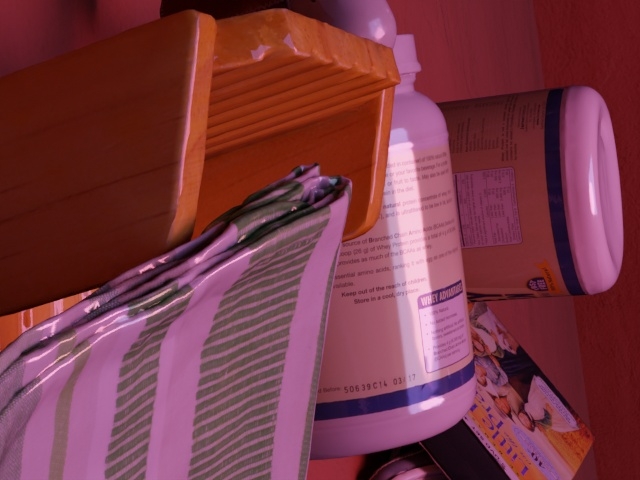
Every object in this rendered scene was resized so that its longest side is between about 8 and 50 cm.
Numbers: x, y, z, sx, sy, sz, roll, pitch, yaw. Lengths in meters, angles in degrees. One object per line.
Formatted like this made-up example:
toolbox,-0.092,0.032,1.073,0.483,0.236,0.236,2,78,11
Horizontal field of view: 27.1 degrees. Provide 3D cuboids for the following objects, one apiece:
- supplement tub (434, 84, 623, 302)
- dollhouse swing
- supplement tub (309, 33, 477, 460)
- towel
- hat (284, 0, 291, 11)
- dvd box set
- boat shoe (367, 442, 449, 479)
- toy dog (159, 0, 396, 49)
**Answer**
supplement tub,0.160,-0.043,1.462,0.228,0.316,0.228,-5,90,-70
dollhouse swing,-0.089,0.062,0.823,0.347,0.315,0.304,-4,78,-71
supplement tub,0.000,0.000,1.120,0.235,0.236,0.324,-26,110,-69
towel,-0.079,0.114,0.657,0.325,0.038,0.247,-36,140,-57
hat,0.030,-0.377,1.347,0.331,0.134,0.331,-4,90,-71
dvd box set,0.205,0.197,1.687,0.307,0.062,0.420,51,18,9
boat shoe,0.118,0.288,1.645,0.099,0.116,0.319,46,15,23
toy dog,-0.090,-0.256,0.955,0.161,0.333,0.220,-29,149,-26
